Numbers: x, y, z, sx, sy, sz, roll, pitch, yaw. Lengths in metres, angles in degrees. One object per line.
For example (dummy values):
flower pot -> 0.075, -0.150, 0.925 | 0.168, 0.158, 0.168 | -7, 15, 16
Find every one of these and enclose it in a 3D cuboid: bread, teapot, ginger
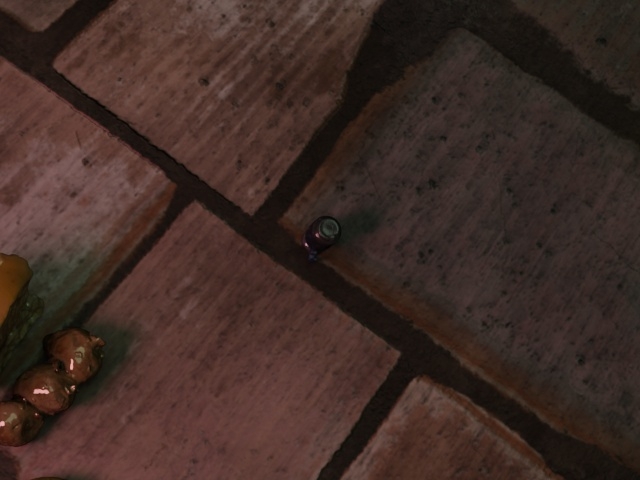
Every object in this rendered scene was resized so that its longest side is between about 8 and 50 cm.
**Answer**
bread -> -0.526, 0.112, 1.469 | 0.211, 0.183, 0.224 | 23, 60, 1
teapot -> 0.004, -0.002, 1.731 | 0.049, 0.083, 0.063 | -12, 78, -20
ginger -> -0.391, 0.210, 1.519 | 0.104, 0.080, 0.204 | 17, 56, 28

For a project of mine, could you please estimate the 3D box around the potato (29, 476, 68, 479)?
potato -> -0.387, 0.391, 1.432 | 0.107, 0.080, 0.170 | 30, 56, 10
